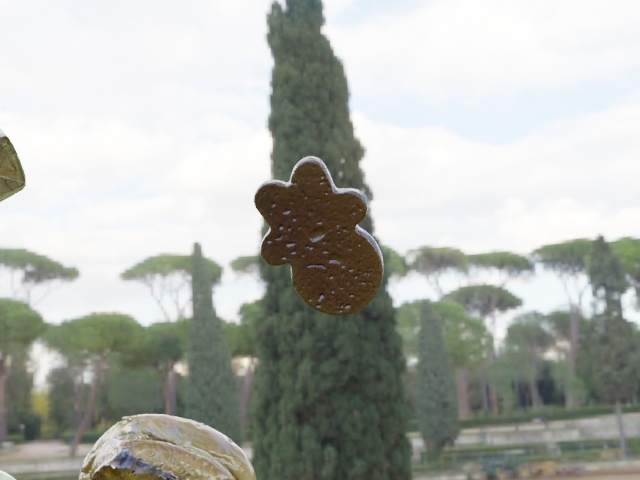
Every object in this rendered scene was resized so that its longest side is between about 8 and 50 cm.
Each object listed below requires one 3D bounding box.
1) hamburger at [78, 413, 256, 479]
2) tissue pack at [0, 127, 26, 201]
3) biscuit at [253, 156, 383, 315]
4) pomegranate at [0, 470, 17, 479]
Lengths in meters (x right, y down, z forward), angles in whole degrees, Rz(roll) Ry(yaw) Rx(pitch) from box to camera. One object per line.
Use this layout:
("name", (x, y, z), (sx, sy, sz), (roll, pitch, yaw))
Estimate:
("hamburger", (-0.266, 0.429, 1.721), (0.284, 0.174, 0.304), (29, -52, -16))
("tissue pack", (-0.545, -0.134, 1.425), (0.159, 0.234, 0.125), (-33, -36, -23))
("biscuit", (0.000, 0.000, 1.491), (0.179, 0.236, 0.039), (-27, 4, 8))
("pomegranate", (-0.533, 0.498, 1.628), (0.340, 0.261, 0.260), (25, -25, -33))
